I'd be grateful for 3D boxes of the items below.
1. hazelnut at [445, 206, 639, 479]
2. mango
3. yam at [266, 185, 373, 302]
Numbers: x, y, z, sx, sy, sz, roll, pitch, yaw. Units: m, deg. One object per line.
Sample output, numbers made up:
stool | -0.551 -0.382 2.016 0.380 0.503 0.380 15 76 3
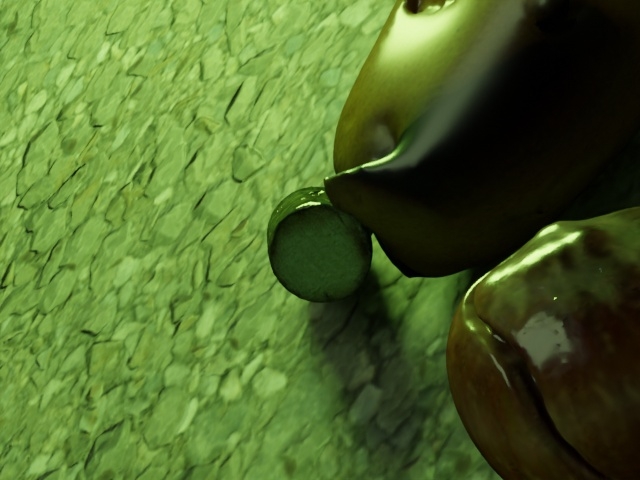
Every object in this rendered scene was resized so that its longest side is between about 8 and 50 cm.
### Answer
hazelnut | 0.138 0.055 0.884 0.154 0.143 0.143 -28 35 8
mango | 0.112 -0.110 1.075 0.287 0.152 0.201 -52 34 3
yam | 0.000 0.000 1.178 0.070 0.070 0.146 -51 4 4
